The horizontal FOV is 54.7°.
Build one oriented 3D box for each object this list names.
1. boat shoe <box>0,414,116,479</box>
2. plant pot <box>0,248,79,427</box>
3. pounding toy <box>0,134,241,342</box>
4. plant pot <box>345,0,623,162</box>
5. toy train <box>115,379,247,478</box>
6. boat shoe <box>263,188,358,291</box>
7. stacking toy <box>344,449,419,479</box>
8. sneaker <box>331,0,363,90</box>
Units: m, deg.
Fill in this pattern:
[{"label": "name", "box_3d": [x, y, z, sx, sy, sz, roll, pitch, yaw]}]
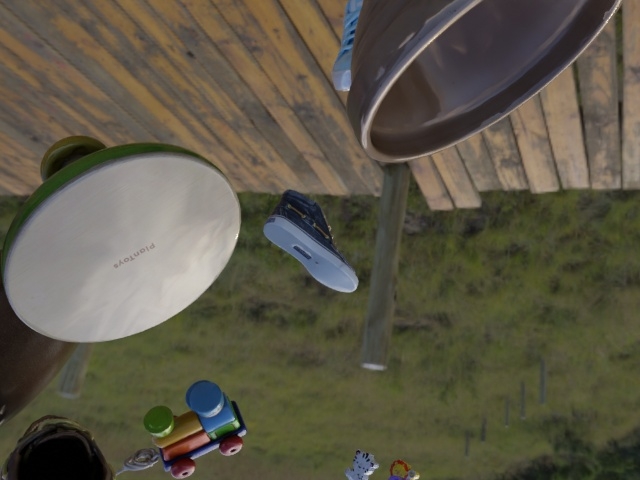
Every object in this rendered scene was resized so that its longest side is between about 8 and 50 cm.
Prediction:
[{"label": "boat shoe", "box_3d": [-0.262, 0.239, 0.620, 0.117, 0.096, 0.324, 16, -179, -21]}, {"label": "plant pot", "box_3d": [-0.443, 0.153, 0.807, 0.215, 0.215, 0.230, 16, -163, -15]}, {"label": "pounding toy", "box_3d": [-0.189, -0.016, 0.480, 0.237, 0.110, 0.183, -11, 136, -37]}, {"label": "plant pot", "box_3d": [0.112, -0.176, 0.495, 0.237, 0.109, 0.237, -26, 163, -9]}, {"label": "toy train", "box_3d": [-0.256, 0.323, 1.021, 0.248, 0.105, 0.143, -23, 142, -10]}, {"label": "boat shoe", "box_3d": [0.000, 0.000, 0.961, 0.183, 0.083, 0.065, 41, 142, -22]}, {"label": "stacking toy", "box_3d": [0.158, 0.416, 0.974, 0.221, 0.052, 0.167, 31, 178, 42]}, {"label": "sneaker", "box_3d": [0.082, -0.405, 1.184, 0.135, 0.366, 0.150, -13, 120, 22]}]
